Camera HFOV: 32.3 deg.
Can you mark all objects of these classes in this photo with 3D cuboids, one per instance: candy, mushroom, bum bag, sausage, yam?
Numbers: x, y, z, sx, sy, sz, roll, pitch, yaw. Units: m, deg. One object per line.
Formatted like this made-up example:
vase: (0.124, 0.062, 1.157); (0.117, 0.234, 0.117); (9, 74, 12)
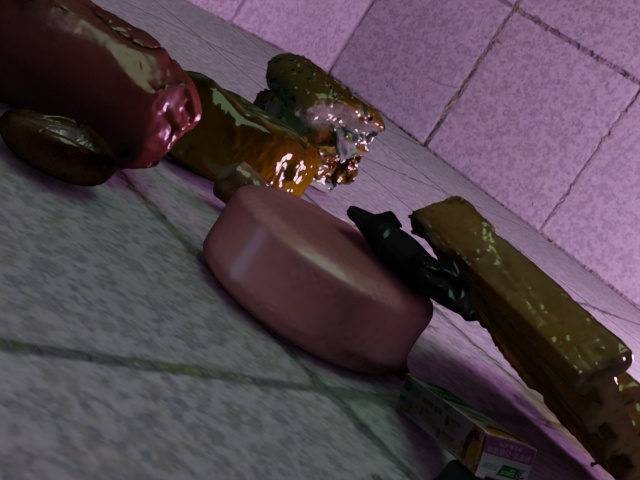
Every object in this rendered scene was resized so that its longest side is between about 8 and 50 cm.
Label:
candy: (-0.121, -0.142, 1.485); (0.260, 0.118, 0.260); (31, 10, -6)
candy: (0.004, 0.041, 1.137); (0.255, 0.094, 0.255); (31, 12, -7)
mushroom: (-0.259, -0.091, 1.088); (0.123, 0.052, 0.123); (25, 9, -4)
bum bag: (0.093, 0.014, 1.124); (0.087, 0.049, 0.197); (30, 10, -39)
sausage: (-0.263, -0.185, 1.210); (0.280, 0.152, 0.152); (33, 12, 1)
yam: (0.000, 0.000, 1.361); (0.300, 0.066, 0.066); (32, 12, -8)

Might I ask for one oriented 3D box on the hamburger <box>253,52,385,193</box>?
hamburger: (-0.035, -0.201, 1.801); (0.192, 0.167, 0.288); (24, 16, -42)

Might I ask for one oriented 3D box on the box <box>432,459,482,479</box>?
box: (0.160, 0.233, 0.933); (0.091, 0.031, 0.126); (17, 18, -51)

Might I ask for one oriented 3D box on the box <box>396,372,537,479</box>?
box: (0.122, 0.165, 0.972); (0.050, 0.041, 0.207); (19, 2, -16)

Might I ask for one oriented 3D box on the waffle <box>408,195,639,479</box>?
waffle: (0.248, 0.120, 1.208); (0.304, 0.077, 0.348); (50, -1, 42)
